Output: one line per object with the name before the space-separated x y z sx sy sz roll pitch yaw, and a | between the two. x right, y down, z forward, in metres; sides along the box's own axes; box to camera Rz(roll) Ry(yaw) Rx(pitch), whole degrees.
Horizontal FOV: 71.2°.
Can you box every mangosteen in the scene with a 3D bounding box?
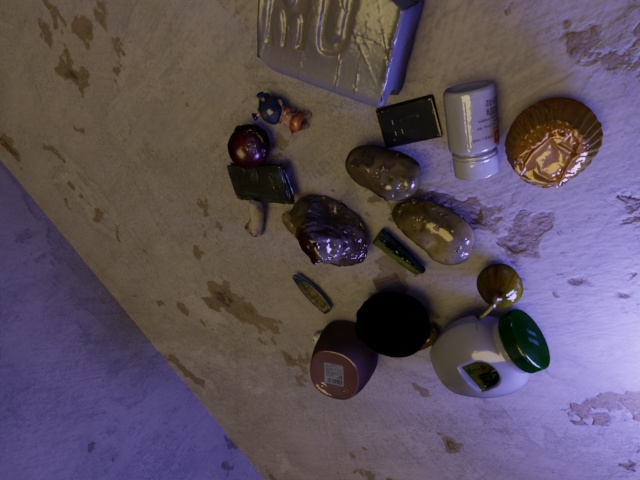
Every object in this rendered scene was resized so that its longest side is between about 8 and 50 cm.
mangosteen | -0.275 -0.353 1.674 0.180 0.166 0.166 21 134 55

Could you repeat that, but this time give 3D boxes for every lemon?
lemon | 0.271 0.318 1.710 0.319 0.245 0.246 8 124 39

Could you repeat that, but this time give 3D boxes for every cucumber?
cucumber | 0.295 0.043 1.640 0.211 0.062 0.078 36 166 -1

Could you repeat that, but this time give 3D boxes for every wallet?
wallet | -0.242 -0.226 1.771 0.316 0.044 0.169 10 128 40

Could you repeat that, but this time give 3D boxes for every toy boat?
toy boat | -0.037 0.228 1.976 0.229 0.046 0.080 46 133 -2

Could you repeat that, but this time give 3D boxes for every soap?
soap | 0.050 -0.614 1.254 0.434 0.213 0.351 27 129 14

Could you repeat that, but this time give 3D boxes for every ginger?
ginger | -0.098 -0.045 1.835 0.173 0.051 0.069 44 138 -7

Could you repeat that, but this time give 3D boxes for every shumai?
shumai | -0.002 0.002 1.645 0.346 0.283 0.217 39 131 4

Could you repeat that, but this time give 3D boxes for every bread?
bread | 0.611 -0.256 1.184 0.239 0.139 0.240 14 123 22

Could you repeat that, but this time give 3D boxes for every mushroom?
mushroom | -0.273 -0.098 1.871 0.084 0.071 0.209 36 145 17

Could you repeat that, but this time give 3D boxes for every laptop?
laptop | 0.275 -0.370 1.403 0.197 0.016 0.135 -6 115 35

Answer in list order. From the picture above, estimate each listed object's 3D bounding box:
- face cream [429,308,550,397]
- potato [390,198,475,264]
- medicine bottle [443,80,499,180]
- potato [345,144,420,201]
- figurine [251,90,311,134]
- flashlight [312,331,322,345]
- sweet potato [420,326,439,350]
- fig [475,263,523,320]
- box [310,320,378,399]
face cream | 0.589 0.405 1.581 0.312 0.219 0.357 48 129 -2
potato | 0.373 -0.039 1.479 0.296 0.141 0.192 31 148 10
medicine bottle | 0.428 -0.307 1.262 0.144 0.144 0.252 3 118 31
potato | 0.203 -0.227 1.446 0.262 0.165 0.165 32 133 26
figurine | -0.138 -0.446 1.554 0.194 0.102 0.112 27 127 15
flashlight | 0.056 0.494 2.095 0.200 0.047 0.093 23 125 14
sweet potato | 0.383 0.420 1.826 0.075 0.075 0.273 47 137 -3
fig | 0.573 0.155 1.452 0.147 0.186 0.142 -19 92 31
box | 0.093 0.530 1.943 0.300 0.216 0.302 9 114 20
